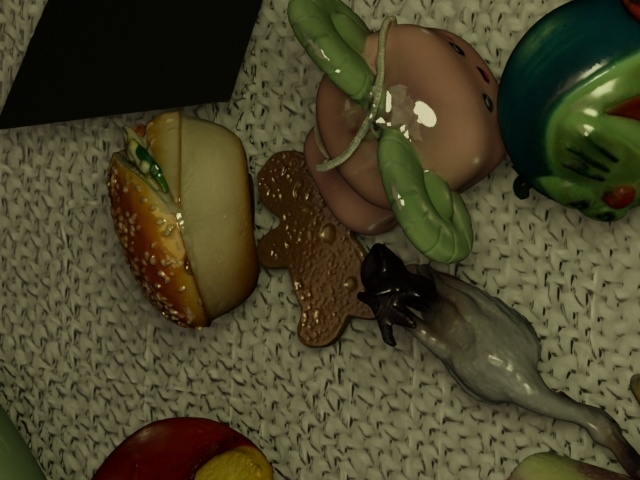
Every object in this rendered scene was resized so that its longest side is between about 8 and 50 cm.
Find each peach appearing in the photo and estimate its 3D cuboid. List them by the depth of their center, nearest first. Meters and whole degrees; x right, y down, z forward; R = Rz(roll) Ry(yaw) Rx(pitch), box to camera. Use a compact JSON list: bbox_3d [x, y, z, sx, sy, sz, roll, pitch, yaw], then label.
[{"bbox_3d":[-0.146,0.289,1.784,0.226,0.196,0.190,-37,109,28],"label":"peach"}]

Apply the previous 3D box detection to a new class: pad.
[{"bbox_3d":[-0.197,-0.208,1.807,0.300,0.005,0.202,-5,52,29],"label":"pad"}]

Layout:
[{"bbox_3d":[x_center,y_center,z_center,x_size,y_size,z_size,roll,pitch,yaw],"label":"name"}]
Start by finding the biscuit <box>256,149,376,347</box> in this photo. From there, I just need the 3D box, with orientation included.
[{"bbox_3d":[0.000,0.000,1.765,0.138,0.031,0.205,-30,80,18],"label":"biscuit"}]

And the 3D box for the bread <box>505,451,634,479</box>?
[{"bbox_3d":[0.317,0.327,1.544,0.338,0.155,0.187,20,105,26],"label":"bread"}]

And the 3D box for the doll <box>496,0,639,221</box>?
[{"bbox_3d":[0.284,-0.147,1.506,0.322,0.198,0.186,-43,44,20],"label":"doll"}]

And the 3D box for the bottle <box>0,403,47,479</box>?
[{"bbox_3d":[-0.382,0.296,1.924,0.168,0.168,0.347,-47,72,23],"label":"bottle"}]

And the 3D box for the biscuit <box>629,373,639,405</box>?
[{"bbox_3d":[0.427,0.160,1.538,0.290,0.038,0.141,-15,87,29],"label":"biscuit"}]

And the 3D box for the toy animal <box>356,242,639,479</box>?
[{"bbox_3d":[0.165,0.113,1.634,0.324,0.195,0.090,34,108,-8],"label":"toy animal"}]

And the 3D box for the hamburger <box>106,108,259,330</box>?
[{"bbox_3d":[-0.139,-0.019,1.746,0.147,0.237,0.236,-7,90,-6],"label":"hamburger"}]

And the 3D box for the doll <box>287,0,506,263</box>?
[{"bbox_3d":[0.060,-0.097,1.587,0.216,0.268,0.284,-32,79,18],"label":"doll"}]
